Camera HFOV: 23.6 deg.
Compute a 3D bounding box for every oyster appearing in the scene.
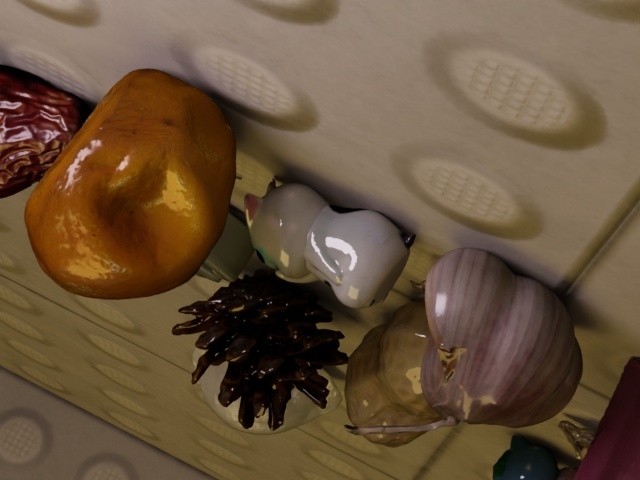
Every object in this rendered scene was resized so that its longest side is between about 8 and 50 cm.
[{"bbox_3d":[0.379,0.275,1.923,0.146,0.045,0.121,-4,141,46],"label":"oyster"}]

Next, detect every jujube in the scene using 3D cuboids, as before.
[{"bbox_3d":[-0.366,-0.127,1.779,0.236,0.168,0.168,1,152,23],"label":"jujube"}]

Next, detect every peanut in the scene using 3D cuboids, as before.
[{"bbox_3d":[0.112,0.163,1.878,0.149,0.149,0.313,29,159,-3],"label":"peanut"}]

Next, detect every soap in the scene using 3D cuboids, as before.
[{"bbox_3d":[0.318,0.336,1.674,0.128,0.360,0.233,22,160,22],"label":"soap"}]

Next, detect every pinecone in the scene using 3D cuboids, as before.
[{"bbox_3d":[-0.074,0.145,1.992,0.229,0.202,0.201,-13,104,63],"label":"pinecone"}]

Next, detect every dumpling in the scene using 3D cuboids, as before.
[{"bbox_3d":[-0.094,0.207,2.324,0.252,0.131,0.179,3,129,31],"label":"dumpling"}]

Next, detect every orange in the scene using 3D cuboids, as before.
[{"bbox_3d":[-0.183,-0.047,1.575,0.183,0.249,0.249,38,160,-10],"label":"orange"}]

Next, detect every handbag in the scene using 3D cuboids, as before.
[{"bbox_3d":[-0.214,-0.040,1.895,0.256,0.079,0.219,39,163,-26],"label":"handbag"}]

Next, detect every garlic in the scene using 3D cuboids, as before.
[{"bbox_3d":[0.138,0.116,1.618,0.207,0.256,0.207,63,-173,-14],"label":"garlic"}]

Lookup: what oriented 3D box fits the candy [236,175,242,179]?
[{"bbox_3d":[-0.129,-0.082,1.745,0.083,0.025,0.023,19,-156,4],"label":"candy"}]

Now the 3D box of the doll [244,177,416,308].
[{"bbox_3d":[0.005,0.005,1.639,0.180,0.107,0.110,20,-171,13],"label":"doll"}]

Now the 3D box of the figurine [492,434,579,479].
[{"bbox_3d":[0.324,0.352,2.134,0.178,0.114,0.144,16,162,9],"label":"figurine"}]
